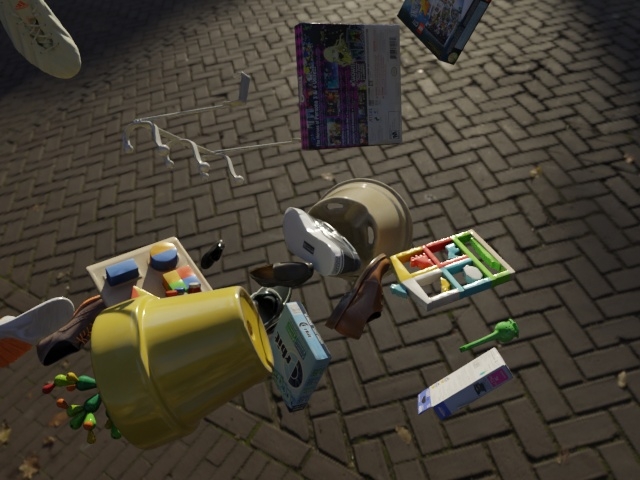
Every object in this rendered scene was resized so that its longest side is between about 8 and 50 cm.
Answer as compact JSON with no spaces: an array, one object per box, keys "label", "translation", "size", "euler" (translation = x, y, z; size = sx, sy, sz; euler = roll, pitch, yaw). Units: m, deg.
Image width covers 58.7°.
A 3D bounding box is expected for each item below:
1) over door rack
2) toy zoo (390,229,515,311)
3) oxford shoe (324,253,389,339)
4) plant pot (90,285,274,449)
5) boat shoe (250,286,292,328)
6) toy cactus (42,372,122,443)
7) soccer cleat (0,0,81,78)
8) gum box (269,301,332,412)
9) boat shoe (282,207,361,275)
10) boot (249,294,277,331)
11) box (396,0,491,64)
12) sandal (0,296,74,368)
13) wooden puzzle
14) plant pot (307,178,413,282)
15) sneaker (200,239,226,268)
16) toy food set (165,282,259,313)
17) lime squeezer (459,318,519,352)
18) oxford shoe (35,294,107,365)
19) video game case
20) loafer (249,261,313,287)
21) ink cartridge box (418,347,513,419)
[{"label":"over door rack","translation":[-0.204,-0.200,1.156],"size":[0.324,0.239,0.108],"euler":[-13,73,30]},{"label":"toy zoo","translation":[0.308,0.076,1.431],"size":[0.293,0.030,0.192],"euler":[-17,40,-13]},{"label":"oxford shoe","translation":[0.086,0.104,1.042],"size":[0.076,0.076,0.212],"euler":[32,47,7]},{"label":"plant pot","translation":[-0.219,0.193,0.976],"size":[0.239,0.254,0.254],"euler":[-22,46,2]},{"label":"boat shoe","translation":[-0.159,0.198,1.663],"size":[0.114,0.091,0.302],"euler":[35,43,0]},{"label":"toy cactus","translation":[-0.548,0.381,1.398],"size":[0.219,0.112,0.180],"euler":[36,62,10]},{"label":"soccer cleat","translation":[-0.379,-0.292,0.730],"size":[0.068,0.196,0.076],"euler":[-46,40,-20]},{"label":"gum box","translation":[-0.056,0.252,1.233],"size":[0.041,0.184,0.157],"euler":[-4,44,-33]},{"label":"boat shoe","translation":[0.000,0.000,1.455],"size":[0.102,0.108,0.301],"euler":[2,21,-32]},{"label":"boot","translation":[-0.216,0.285,1.803],"size":[0.137,0.077,0.198],"euler":[21,85,27]},{"label":"box","translation":[0.265,-0.513,1.246],"size":[0.044,0.159,0.233],"euler":[6,40,-29]},{"label":"sandal","translation":[-0.731,0.224,1.383],"size":[0.265,0.102,0.076],"euler":[-30,21,-29]},{"label":"wooden puzzle","translation":[-0.555,0.127,1.867],"size":[0.322,0.080,0.348],"euler":[-23,52,-30]},{"label":"plant pot","translation":[0.087,-0.018,1.669],"size":[0.334,0.334,0.305],"euler":[9,7,15]},{"label":"sneaker","translation":[-0.416,0.059,2.198],"size":[0.051,0.170,0.089],"euler":[35,19,-14]},{"label":"toy food set","translation":[-0.258,0.145,1.316],"size":[0.232,0.104,0.111],"euler":[-10,10,-35]},{"label":"lime squeezer","translation":[0.517,0.268,1.616],"size":[0.310,0.110,0.059],"euler":[-6,52,-49]},{"label":"oxford shoe","translation":[-0.832,0.318,2.021],"size":[0.364,0.130,0.133],"euler":[-35,42,-4]},{"label":"video game case","translation":[0.059,-0.296,1.099],"size":[0.210,0.232,0.042],"euler":[-9,12,-23]},{"label":"loafer","translation":[-0.096,0.081,1.375],"size":[0.170,0.061,0.062],"euler":[-14,67,30]},{"label":"ink cartridge box","translation":[0.457,0.470,1.832],"size":[0.311,0.186,0.065],"euler":[-32,90,10]}]
